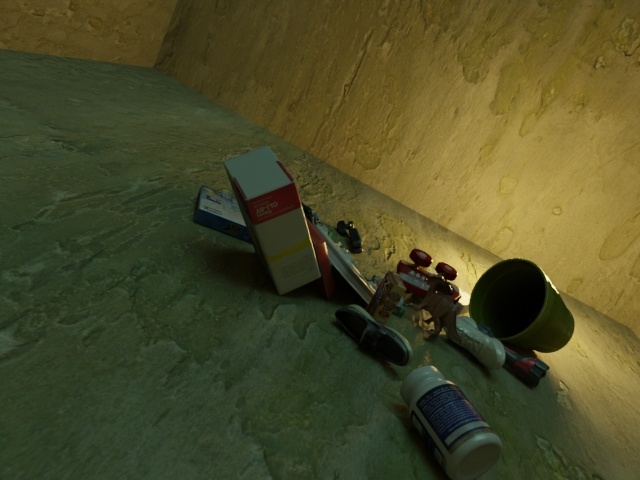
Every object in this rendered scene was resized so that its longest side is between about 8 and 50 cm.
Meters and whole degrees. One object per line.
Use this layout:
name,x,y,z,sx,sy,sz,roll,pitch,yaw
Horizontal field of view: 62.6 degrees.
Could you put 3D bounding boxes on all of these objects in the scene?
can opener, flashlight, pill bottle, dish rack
can opener,0.142,-0.017,2.482,0.093,0.074,0.280,-11,25,-5
flashlight,0.725,0.432,2.040,0.304,0.103,0.103,38,-6,32
pill bottle,0.317,0.452,1.328,0.153,0.153,0.265,16,22,-32
dish rack,0.083,0.077,1.939,0.285,0.072,0.333,50,1,-42

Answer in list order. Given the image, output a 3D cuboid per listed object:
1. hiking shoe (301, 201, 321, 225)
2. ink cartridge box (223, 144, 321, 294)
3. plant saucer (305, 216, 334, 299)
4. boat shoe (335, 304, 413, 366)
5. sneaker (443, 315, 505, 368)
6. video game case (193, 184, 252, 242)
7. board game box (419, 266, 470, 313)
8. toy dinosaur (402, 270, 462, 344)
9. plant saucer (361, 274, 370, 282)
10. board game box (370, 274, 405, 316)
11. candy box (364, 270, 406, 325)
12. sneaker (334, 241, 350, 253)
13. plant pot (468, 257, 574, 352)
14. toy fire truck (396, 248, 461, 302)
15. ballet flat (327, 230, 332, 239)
hiking shoe,-0.041,-0.081,2.280,0.132,0.113,0.304,34,14,-21
ink cartridge box,-0.151,-0.061,1.678,0.160,0.385,0.279,-24,38,-11
plant saucer,-0.027,0.036,1.827,0.047,0.259,0.258,-22,38,-13
boat shoe,0.155,0.294,1.615,0.092,0.103,0.285,-1,30,-46
sneaker,0.554,0.379,1.953,0.152,0.114,0.305,10,16,-26
video game case,-0.340,-0.097,2.002,0.269,0.061,0.244,22,21,-18
board game box,0.561,0.221,2.435,0.305,0.053,0.192,38,21,28
toy dinosaur,0.448,0.238,1.954,0.127,0.200,0.296,34,14,-41
plant saucer,0.161,0.159,2.101,0.083,0.013,0.083,24,19,-9
board game box,0.259,0.215,2.058,0.136,0.035,0.201,27,19,-4
candy box,0.214,0.207,1.777,0.053,0.187,0.109,23,19,-12
sneaker,0.078,0.051,2.202,0.076,0.065,0.166,36,21,11
plant pot,0.896,0.314,2.263,0.352,0.367,0.366,30,15,-30
toy fire truck,0.447,0.186,2.198,0.302,0.170,0.254,27,23,-1
ballet flat,0.000,0.000,2.245,0.070,0.070,0.188,30,17,7
